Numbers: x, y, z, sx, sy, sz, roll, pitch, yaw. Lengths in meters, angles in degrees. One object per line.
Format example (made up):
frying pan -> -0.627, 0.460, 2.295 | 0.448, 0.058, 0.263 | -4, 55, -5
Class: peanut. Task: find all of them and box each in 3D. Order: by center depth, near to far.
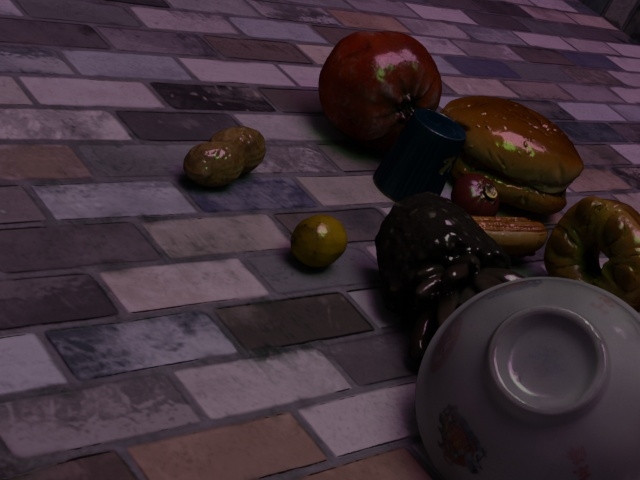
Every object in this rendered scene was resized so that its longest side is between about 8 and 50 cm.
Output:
peanut -> -0.158, -0.139, 1.881 | 0.089, 0.089, 0.193 | 33, 28, 12

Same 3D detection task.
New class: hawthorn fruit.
hawthorn fruit -> 0.093, -0.305, 2.242 | 0.242, 0.242, 0.272 | -2, 28, -42

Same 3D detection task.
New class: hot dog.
hot dog -> 0.308, -0.004, 2.055 | 0.249, 0.076, 0.102 | 2, 8, -28

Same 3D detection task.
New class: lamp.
lamp -> 0.292, -0.078, 2.160 | 0.101, 0.090, 0.101 | 17, 61, -34

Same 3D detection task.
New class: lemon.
lemon -> 0.000, 0.000, 1.780 | 0.082, 0.082, 0.111 | 40, 28, 23

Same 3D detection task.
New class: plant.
plant -> 0.204, 0.074, 1.731 | 0.194, 0.181, 0.320 | 18, 30, -28

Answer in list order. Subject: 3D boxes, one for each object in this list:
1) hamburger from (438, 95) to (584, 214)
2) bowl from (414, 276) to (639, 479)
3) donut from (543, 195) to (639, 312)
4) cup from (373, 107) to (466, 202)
hamburger -> 0.380, -0.183, 2.333 | 0.314, 0.170, 0.290 | 17, 23, -16
bowl -> 0.284, 0.174, 1.437 | 0.345, 0.345, 0.157 | 40, -14, 23
donut -> 0.498, 0.036, 2.013 | 0.114, 0.226, 0.226 | 0, 38, -41
cup -> 0.198, -0.160, 2.145 | 0.131, 0.155, 0.176 | 34, 30, 11
